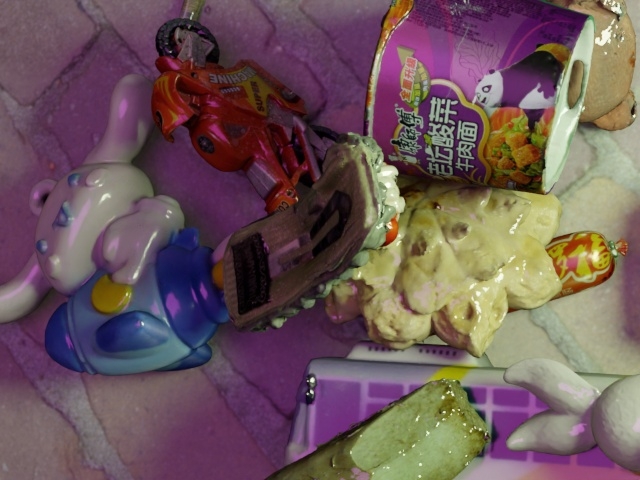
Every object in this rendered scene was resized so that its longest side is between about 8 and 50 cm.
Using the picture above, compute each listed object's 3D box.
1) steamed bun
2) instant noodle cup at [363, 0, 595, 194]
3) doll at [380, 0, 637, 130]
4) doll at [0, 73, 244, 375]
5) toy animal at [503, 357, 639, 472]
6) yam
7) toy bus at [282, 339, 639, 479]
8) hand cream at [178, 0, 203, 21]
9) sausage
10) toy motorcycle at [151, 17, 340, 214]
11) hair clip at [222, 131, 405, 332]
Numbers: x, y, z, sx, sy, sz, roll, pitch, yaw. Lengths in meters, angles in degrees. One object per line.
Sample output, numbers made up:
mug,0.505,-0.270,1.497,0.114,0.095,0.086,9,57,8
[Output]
steamed bun,0.133,-0.008,1.685,0.292,0.137,0.295,-13,42,2
instant noodle cup,0.175,-0.165,1.585,0.190,0.251,0.251,15,90,16
doll,0.227,-0.237,1.751,0.303,0.201,0.156,11,47,24
doll,-0.242,0.036,1.836,0.365,0.187,0.376,42,120,24
toy animal,0.301,0.177,1.515,0.221,0.131,0.104,17,121,41
yam,0.047,0.242,1.558,0.259,0.106,0.106,-32,77,12
toy bus,0.179,0.244,1.678,0.440,0.209,0.249,2,85,17
hand cream,-0.160,-0.315,1.927,0.035,0.022,0.102,15,85,18
sausage,0.231,0.044,1.751,0.264,0.083,0.083,-18,81,14
toy motorcycle,-0.097,-0.141,1.803,0.298,0.171,0.089,39,136,-2
hair clip,0.001,0.000,1.612,0.321,0.091,0.138,-37,59,53
